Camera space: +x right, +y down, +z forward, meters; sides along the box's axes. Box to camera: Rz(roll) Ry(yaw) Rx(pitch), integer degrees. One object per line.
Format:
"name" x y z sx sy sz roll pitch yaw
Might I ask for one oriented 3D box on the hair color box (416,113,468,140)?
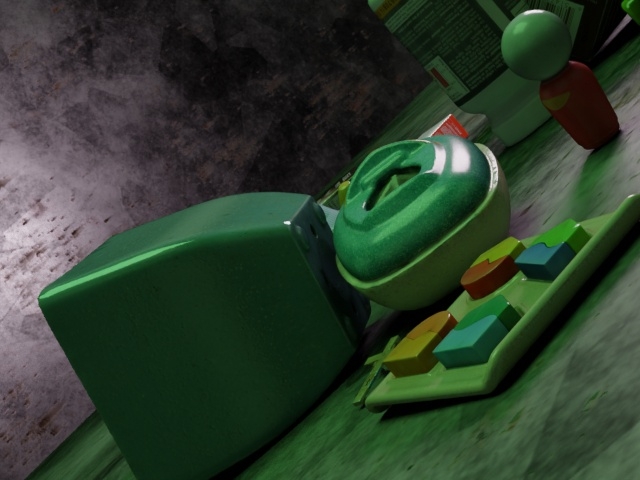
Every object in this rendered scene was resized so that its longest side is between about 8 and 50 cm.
"hair color box" 0.171 -0.136 2.074 0.167 0.053 0.093 -44 6 -36

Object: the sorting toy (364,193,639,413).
"sorting toy" 0.129 0.046 0.907 0.193 0.038 0.208 -45 5 -25

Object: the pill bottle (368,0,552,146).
"pill bottle" 0.208 -0.271 1.626 0.162 0.278 0.162 -41 5 4

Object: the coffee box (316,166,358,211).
"coffee box" 0.000 0.000 1.957 0.246 0.098 0.141 -42 5 3

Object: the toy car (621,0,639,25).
"toy car" 0.416 -0.297 1.362 0.155 0.149 0.188 -44 33 16

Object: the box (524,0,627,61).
"box" 0.352 -0.386 1.699 0.203 0.168 0.167 -48 -25 -44

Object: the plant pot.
"plant pot" -0.091 0.081 1.267 0.252 0.247 0.248 -25 9 15

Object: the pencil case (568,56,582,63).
"pencil case" 0.358 -0.304 1.805 0.104 0.104 0.236 -37 6 45

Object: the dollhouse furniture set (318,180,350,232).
"dollhouse furniture set" -0.108 -0.007 1.716 0.303 0.198 0.286 -47 30 -10

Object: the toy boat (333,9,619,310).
"toy boat" 0.134 -0.079 1.192 0.318 0.148 0.267 -39 16 3

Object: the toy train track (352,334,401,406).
"toy train track" 0.052 0.116 1.062 0.048 0.014 0.083 -27 20 46
